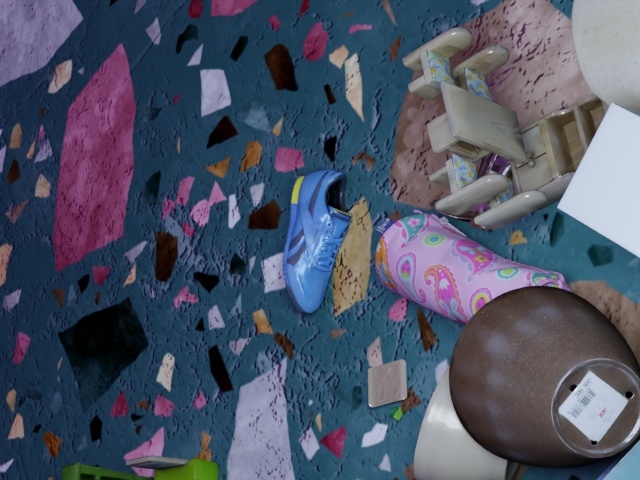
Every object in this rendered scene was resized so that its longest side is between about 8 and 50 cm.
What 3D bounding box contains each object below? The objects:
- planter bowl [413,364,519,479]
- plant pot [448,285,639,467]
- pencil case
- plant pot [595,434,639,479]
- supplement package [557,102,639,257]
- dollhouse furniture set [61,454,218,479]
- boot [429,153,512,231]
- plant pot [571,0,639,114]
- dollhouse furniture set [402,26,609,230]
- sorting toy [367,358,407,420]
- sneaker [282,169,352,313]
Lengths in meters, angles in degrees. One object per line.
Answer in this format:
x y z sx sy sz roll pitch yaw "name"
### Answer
0.195 0.240 2.042 0.109 0.162 0.162 18 91 19 "planter bowl"
0.275 0.169 1.859 0.230 0.215 0.215 -154 83 -80 "plant pot"
0.193 0.053 2.112 0.284 0.124 0.124 29 98 47 "pencil case"
0.354 0.344 1.783 0.195 0.290 0.290 43 111 12 "plant pot"
0.406 -0.041 1.840 0.134 0.244 0.139 36 103 44 "supplement package"
-0.262 0.473 2.405 0.198 0.151 0.301 -16 67 41 "dollhouse furniture set"
0.205 -0.079 2.197 0.106 0.037 0.114 22 97 33 "boot"
0.460 -0.253 1.833 0.305 0.334 0.333 -5 74 56 "plant pot"
0.249 -0.140 2.026 0.161 0.242 0.212 -29 59 35 "dollhouse furniture set"
0.092 0.207 2.238 0.062 0.012 0.083 -17 62 35 "sorting toy"
0.000 0.000 2.353 0.082 0.069 0.209 -6 74 40 "sneaker"
